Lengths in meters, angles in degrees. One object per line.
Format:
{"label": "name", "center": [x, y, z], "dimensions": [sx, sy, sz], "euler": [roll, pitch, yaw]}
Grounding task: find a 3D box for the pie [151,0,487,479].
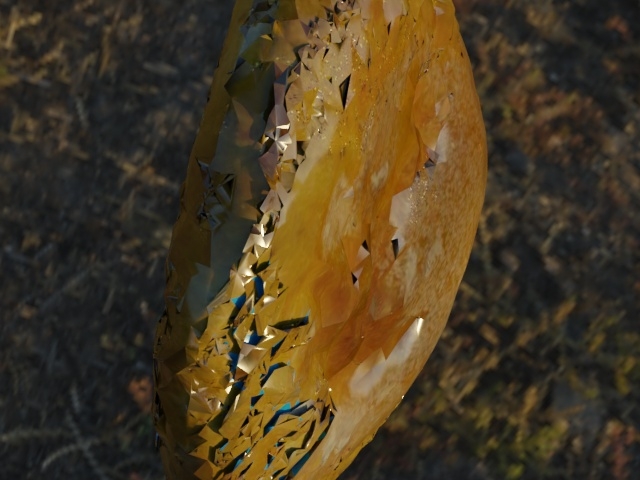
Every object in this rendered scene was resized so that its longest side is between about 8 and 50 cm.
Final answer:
{"label": "pie", "center": [0.001, -0.001, 0.648], "dimensions": [0.069, 0.273, 0.273], "euler": [13, 44, 22]}
